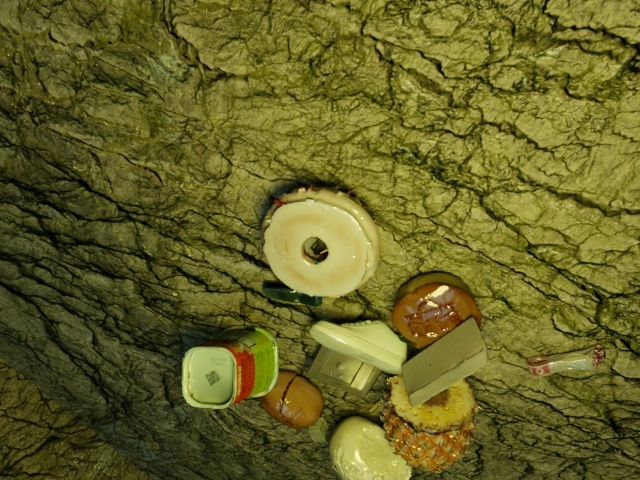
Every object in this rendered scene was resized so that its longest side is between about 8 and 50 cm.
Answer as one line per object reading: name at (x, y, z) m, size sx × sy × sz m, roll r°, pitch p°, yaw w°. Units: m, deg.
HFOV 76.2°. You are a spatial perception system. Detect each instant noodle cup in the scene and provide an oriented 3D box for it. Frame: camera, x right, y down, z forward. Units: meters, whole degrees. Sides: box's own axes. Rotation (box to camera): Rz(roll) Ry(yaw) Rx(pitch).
instant noodle cup at (-0.326, 0.458, 1.466) m, size 0.294 × 0.308 × 0.294 m, roll -1°, pitch 85°, yaw 16°

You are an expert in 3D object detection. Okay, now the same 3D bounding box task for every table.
table at (-0.007, 0.823, 1.795) m, size 0.062 × 0.083 × 0.079 m, roll -12°, pitch 118°, yaw 22°

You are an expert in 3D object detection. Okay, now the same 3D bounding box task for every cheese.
cheese at (0.237, 0.696, 1.688) m, size 0.044 × 0.030 × 0.083 m, roll 22°, pitch 121°, yaw -25°

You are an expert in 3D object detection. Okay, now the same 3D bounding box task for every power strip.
power strip at (0.108, 0.445, 1.529) m, size 0.251 × 0.092 × 0.257 m, roll 26°, pitch 111°, yaw 0°

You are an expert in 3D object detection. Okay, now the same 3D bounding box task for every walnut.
walnut at (-0.126, 0.643, 1.651) m, size 0.298 × 0.203 × 0.203 m, roll 27°, pitch 124°, yaw -12°

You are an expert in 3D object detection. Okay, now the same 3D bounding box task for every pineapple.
pineapple at (0.382, 0.616, 1.428) m, size 0.352 × 0.352 × 0.300 m, roll 2°, pitch 128°, yaw 14°

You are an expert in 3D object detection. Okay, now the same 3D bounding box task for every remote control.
remote control at (-0.100, 0.190, 1.456) m, size 0.222 × 0.042 × 0.072 m, roll 10°, pitch 125°, yaw 9°

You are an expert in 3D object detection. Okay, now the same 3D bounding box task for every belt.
belt at (0.801, 0.397, 1.334) m, size 0.232 × 0.071 × 0.053 m, roll -22°, pitch 106°, yaw 25°

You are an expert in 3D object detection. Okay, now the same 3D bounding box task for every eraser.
eraser at (0.368, 0.380, 1.243) m, size 0.077 × 0.111 × 0.352 m, roll 29°, pitch 123°, yaw -24°

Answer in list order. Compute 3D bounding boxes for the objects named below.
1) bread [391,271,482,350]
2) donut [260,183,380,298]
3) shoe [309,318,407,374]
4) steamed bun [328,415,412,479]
bread at (0.362, 0.227, 1.296) m, size 0.270 × 0.148 × 0.270 m, roll 5°, pitch 121°, yaw 8°
donut at (0.000, 0.000, 1.254) m, size 0.382 × 0.142 × 0.383 m, roll 6°, pitch 121°, yaw 10°
shoe at (0.145, 0.318, 1.390) m, size 0.363 × 0.160 × 0.132 m, roll 26°, pitch 148°, yaw -12°
steamed bun at (0.181, 0.891, 1.655) m, size 0.334 × 0.233 × 0.312 m, roll 33°, pitch 149°, yaw 14°
